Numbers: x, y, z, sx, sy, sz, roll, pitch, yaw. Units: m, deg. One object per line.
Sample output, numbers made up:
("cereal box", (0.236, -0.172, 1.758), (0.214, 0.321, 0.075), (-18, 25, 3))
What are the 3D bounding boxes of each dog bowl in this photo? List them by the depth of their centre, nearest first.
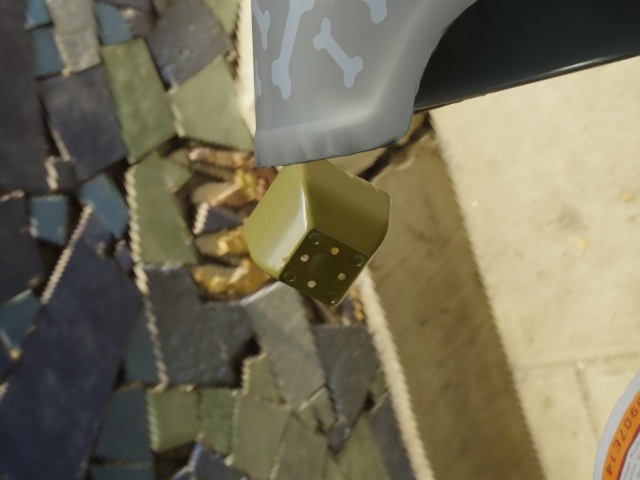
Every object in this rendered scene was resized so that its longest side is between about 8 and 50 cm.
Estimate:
("dog bowl", (0.125, -0.126, 0.719), (0.349, 0.349, 0.102), (-11, 97, 32))

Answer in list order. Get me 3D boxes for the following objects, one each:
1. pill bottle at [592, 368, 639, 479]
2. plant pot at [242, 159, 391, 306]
("pill bottle", (0.285, 0.186, 0.703), (0.224, 0.392, 0.224), (-2, 107, -6))
("plant pot", (0.000, 0.000, 1.068), (0.081, 0.083, 0.081), (27, 114, -18))
